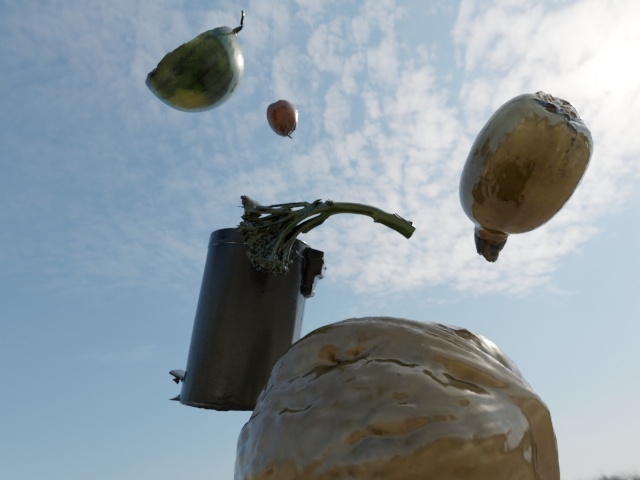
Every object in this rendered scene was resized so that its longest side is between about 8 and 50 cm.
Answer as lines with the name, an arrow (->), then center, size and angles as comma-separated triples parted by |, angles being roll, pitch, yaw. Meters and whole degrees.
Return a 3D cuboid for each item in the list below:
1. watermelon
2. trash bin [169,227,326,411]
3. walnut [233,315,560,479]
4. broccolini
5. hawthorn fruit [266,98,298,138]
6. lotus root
watermelon -> -0.240, -0.348, 0.883 | 0.232, 0.204, 0.127 | -35, -80, -10
trash bin -> -0.128, 0.149, 0.772 | 0.252, 0.301, 0.203 | 5, -17, 7
walnut -> 0.073, 0.223, 0.436 | 0.333, 0.332, 0.332 | -6, -36, -5
broccolini -> 0.009, -0.001, 0.629 | 0.272, 0.123, 0.062 | 3, 5, -1
hawthorn fruit -> -0.093, -0.301, 1.053 | 0.081, 0.093, 0.081 | -13, -20, -5
lotus root -> 0.335, -0.095, 0.732 | 0.183, 0.182, 0.309 | 2, -53, -16
